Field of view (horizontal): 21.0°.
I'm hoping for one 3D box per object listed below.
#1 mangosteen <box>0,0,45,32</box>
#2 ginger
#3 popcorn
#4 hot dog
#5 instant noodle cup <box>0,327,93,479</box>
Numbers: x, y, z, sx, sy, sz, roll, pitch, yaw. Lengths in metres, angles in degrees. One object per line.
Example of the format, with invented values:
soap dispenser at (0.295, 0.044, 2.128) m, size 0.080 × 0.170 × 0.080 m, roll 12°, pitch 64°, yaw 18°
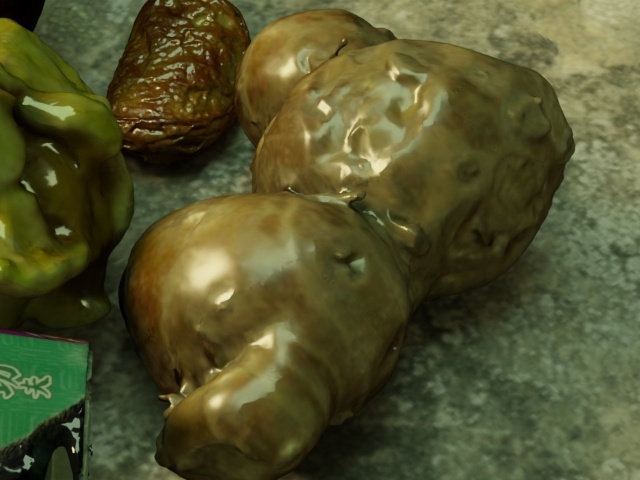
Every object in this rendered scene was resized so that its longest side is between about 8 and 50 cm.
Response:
mangosteen at (-0.330, -0.218, 1.191) m, size 0.297 × 0.297 × 0.293 m, roll 3°, pitch 49°, yaw 6°
ginger at (0.000, 0.000, 1.052) m, size 0.256 × 0.176 × 0.375 m, roll 4°, pitch 45°, yaw 32°
popcorn at (-0.226, -0.018, 1.052) m, size 0.255 × 0.195 × 0.256 m, roll -9°, pitch 38°, yaw 49°
hot dog at (-0.104, -0.113, 1.227) m, size 0.099 × 0.065 × 0.147 m, roll 8°, pitch 58°, yaw 10°
instant noodle cup at (-0.213, 0.144, 0.875) m, size 0.190 × 0.251 × 0.251 m, roll 3°, pitch 46°, yaw -7°
